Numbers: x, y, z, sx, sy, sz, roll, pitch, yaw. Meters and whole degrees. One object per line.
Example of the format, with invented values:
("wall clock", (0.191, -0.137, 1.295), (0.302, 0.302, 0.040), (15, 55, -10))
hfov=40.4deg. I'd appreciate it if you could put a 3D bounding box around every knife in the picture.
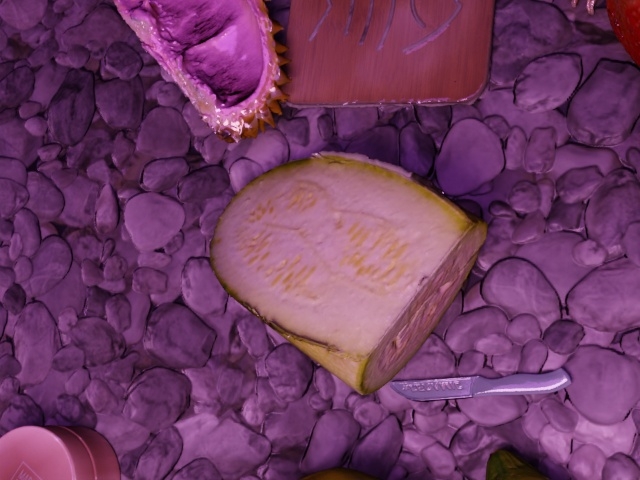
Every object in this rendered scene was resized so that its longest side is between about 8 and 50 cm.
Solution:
("knife", (0.181, 0.169, 1.003), (0.210, 0.015, 0.028), (-8, 82, 20))

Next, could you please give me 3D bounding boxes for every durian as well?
("durian", (-0.144, -0.287, 1.186), (0.191, 0.112, 0.341), (-40, 75, -2))

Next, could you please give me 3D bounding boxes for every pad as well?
("pad", (0.090, -0.312, 1.145), (0.284, 0.018, 0.286), (3, 79, 22))

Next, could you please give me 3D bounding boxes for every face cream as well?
("face cream", (-0.348, 0.314, 1.122), (0.149, 0.104, 0.149), (-5, 77, 20))

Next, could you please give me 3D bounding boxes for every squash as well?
("squash", (0.000, 0.000, 1.008), (0.309, 0.210, 0.233), (36, 80, 19))

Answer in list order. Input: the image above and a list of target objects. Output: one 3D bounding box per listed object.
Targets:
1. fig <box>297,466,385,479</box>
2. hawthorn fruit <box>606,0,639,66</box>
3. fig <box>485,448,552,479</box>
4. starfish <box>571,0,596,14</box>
("fig", (-0.014, 0.377, 0.914), (0.314, 0.233, 0.233), (-30, 69, 6))
("hawthorn fruit", (0.403, -0.233, 0.935), (0.181, 0.181, 0.235), (-13, 111, 18))
("fig", (0.208, 0.292, 0.912), (0.123, 0.123, 0.156), (-35, 56, 10))
("starfish", (0.349, -0.352, 1.041), (0.133, 0.041, 0.130), (131, 147, -49))
